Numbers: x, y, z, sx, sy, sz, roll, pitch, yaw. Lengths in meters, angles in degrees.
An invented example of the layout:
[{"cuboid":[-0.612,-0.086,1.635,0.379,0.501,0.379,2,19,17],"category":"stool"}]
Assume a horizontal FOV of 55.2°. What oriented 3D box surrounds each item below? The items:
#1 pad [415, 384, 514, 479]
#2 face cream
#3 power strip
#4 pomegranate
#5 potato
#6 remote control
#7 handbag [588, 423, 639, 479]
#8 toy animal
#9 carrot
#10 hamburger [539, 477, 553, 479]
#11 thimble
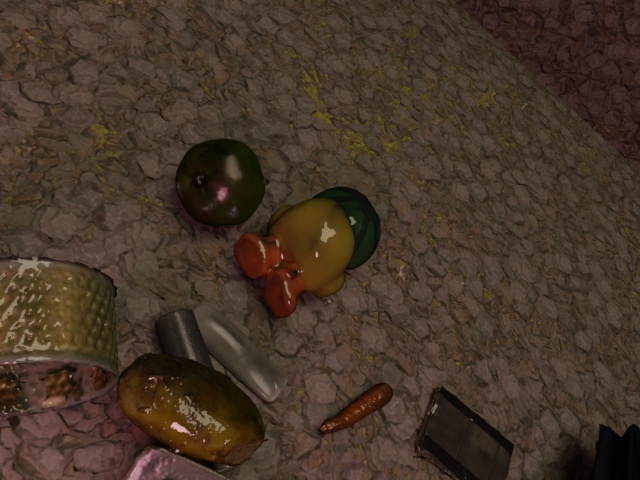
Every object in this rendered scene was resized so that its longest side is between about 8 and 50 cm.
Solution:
[{"cuboid":[0.314,0.442,1.312,0.233,0.022,0.174,39,47,-6],"category":"pad"},{"cuboid":[-0.211,0.257,1.061,0.073,0.073,0.283,-10,66,-37],"category":"face cream"},{"cuboid":[-0.209,0.428,0.895,0.213,0.064,0.198,28,83,-15],"category":"power strip"},{"cuboid":[-0.189,-0.118,1.274,0.187,0.187,0.225,58,25,13],"category":"pomegranate"},{"cuboid":[-0.194,0.258,0.948,0.251,0.113,0.149,25,25,-1],"category":"potato"},{"cuboid":[-0.154,0.204,1.153,0.229,0.044,0.073,43,44,0],"category":"remote control"},{"cuboid":[0.646,0.585,1.318,0.326,0.118,0.269,-33,109,-54],"category":"handbag"},{"cuboid":[0.002,-0.002,1.291,0.338,0.191,0.216,-30,79,-42],"category":"toy animal"},{"cuboid":[0.071,0.335,1.215,0.191,0.047,0.047,-21,73,-36],"category":"carrot"},{"cuboid":[0.476,0.572,1.256,0.185,0.131,0.159,-7,68,-40],"category":"hamburger"},{"cuboid":[-0.422,0.146,0.874,0.271,0.271,0.150,3,60,-31],"category":"thimble"}]
